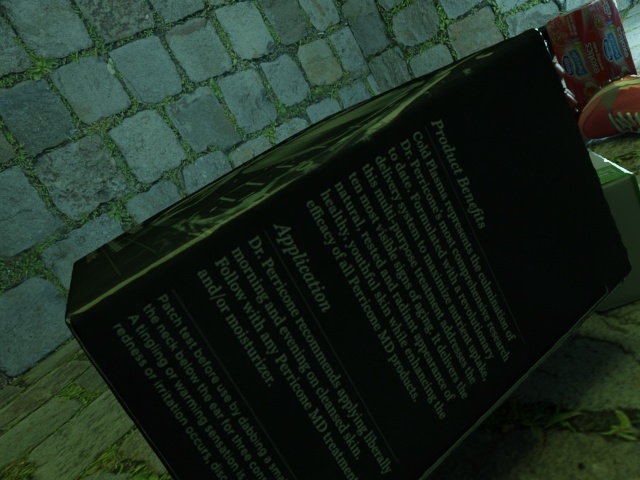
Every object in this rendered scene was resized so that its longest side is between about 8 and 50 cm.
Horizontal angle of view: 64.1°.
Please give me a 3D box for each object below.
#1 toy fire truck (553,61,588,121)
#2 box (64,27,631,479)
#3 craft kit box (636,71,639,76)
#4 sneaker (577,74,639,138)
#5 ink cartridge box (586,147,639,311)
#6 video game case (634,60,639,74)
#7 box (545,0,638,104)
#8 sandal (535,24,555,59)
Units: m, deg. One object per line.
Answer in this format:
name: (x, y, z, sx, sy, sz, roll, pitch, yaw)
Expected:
toy fire truck: (0.539, -0.310, 1.326, 0.254, 0.169, 0.302, -44, 9, 18)
box: (-0.012, 0.037, 0.630, 0.471, 0.298, 0.479, -33, 15, -21)
craft kit box: (0.852, -0.411, 1.141, 0.250, 0.061, 0.246, -46, 17, -27)
sneaker: (0.656, -0.266, 1.018, 0.313, 0.115, 0.136, -24, 38, 54)
ink cartridge box: (0.359, -0.032, 0.696, 0.092, 0.160, 0.219, -23, 16, 17)
video game case: (0.932, -0.479, 1.369, 0.206, 0.026, 0.227, -31, 15, -8)
box: (0.723, -0.494, 1.357, 0.122, 0.257, 0.128, -33, 15, -23)
sandal: (0.507, -0.448, 1.498, 0.167, 0.107, 0.446, 13, -55, -46)
